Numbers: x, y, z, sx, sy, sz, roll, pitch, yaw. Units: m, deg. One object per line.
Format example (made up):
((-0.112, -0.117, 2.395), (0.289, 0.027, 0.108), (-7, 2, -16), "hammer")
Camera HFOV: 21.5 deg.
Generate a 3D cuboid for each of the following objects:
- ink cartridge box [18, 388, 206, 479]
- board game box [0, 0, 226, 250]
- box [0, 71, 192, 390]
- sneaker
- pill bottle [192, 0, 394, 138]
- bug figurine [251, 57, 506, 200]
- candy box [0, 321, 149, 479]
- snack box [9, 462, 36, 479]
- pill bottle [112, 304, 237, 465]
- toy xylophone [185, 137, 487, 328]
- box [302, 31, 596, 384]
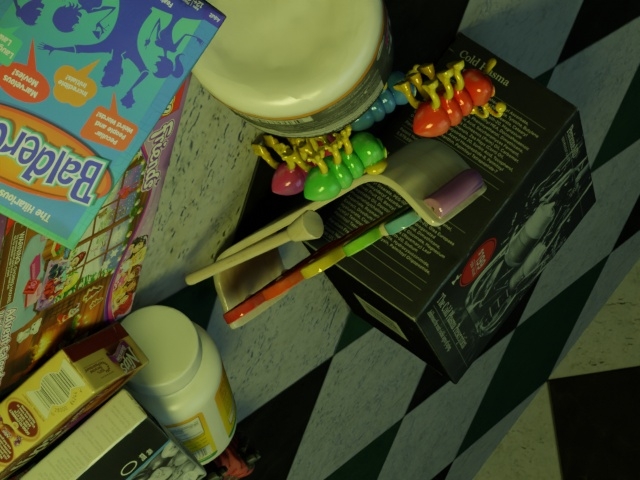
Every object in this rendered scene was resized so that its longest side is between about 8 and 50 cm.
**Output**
((-0.225, 0.251, 1.619), (0.208, 0.045, 0.206), (-39, 155, -5), "ink cartridge box")
((-0.190, -0.118, 1.211), (0.160, 0.047, 0.210), (30, 98, -34), "board game box")
((-0.217, -0.017, 1.412), (0.201, 0.057, 0.293), (-33, 151, -45), "box")
((-0.157, 0.265, 1.946), (0.135, 0.097, 0.276), (-38, 175, 12), "sneaker")
((-0.022, -0.168, 1.397), (0.162, 0.162, 0.278), (-55, 175, 2), "pill bottle")
((0.050, -0.109, 1.629), (0.216, 0.072, 0.279), (-34, -165, -13), "bug figurine")
((-0.253, 0.156, 1.521), (0.187, 0.053, 0.109), (-42, 174, 22), "candy box")
((-0.333, 0.341, 1.726), (0.187, 0.060, 0.322), (-47, 158, -18), "snack box")
((-0.154, 0.148, 1.728), (0.117, 0.117, 0.208), (-47, 159, -17), "pill bottle")
((0.000, 0.000, 1.718), (0.323, 0.081, 0.236), (-27, -176, 47), "toy xylophone")
((0.168, -0.028, 2.063), (0.312, 0.179, 0.343), (-53, 160, -6), "box")
